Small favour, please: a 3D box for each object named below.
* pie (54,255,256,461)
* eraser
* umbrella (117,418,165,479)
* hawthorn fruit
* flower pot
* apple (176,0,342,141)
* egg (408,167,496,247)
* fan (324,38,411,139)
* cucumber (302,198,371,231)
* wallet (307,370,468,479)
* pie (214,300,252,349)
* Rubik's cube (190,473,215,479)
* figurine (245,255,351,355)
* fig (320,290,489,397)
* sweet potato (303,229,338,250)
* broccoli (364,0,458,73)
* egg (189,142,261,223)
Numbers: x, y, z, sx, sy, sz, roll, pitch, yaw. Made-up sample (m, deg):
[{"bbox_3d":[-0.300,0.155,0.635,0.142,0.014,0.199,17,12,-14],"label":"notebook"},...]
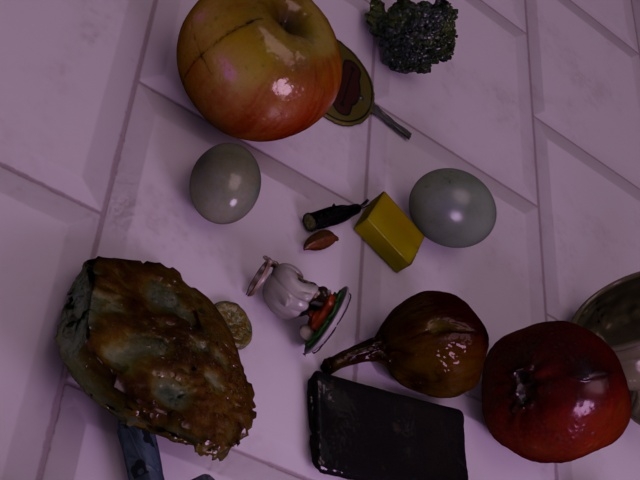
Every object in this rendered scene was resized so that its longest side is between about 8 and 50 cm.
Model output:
[{"bbox_3d":[-0.217,0.158,1.487,0.288,0.103,0.354,30,25,-29],"label":"pie"},{"bbox_3d":[0.130,-0.015,2.007,0.122,0.045,0.097,46,41,-11],"label":"eraser"},{"bbox_3d":[-0.219,0.344,1.424,0.052,0.053,0.250,1,62,-40],"label":"umbrella"},{"bbox_3d":[0.439,0.275,1.957,0.307,0.265,0.265,8,59,-49],"label":"hawthorn fruit"},{"bbox_3d":[0.683,0.228,2.214,0.244,0.307,0.307,60,38,-19],"label":"flower pot"},{"bbox_3d":[-0.108,-0.303,1.829,0.286,0.233,0.286,22,49,-28],"label":"apple"},{"bbox_3d":[0.257,-0.061,2.078,0.192,0.149,0.149,23,50,-33],"label":"egg"},{"bbox_3d":[0.056,-0.301,2.153,0.335,0.011,0.229,36,44,-19],"label":"fan"},{"bbox_3d":[0.029,-0.049,1.939,0.163,0.043,0.039,-19,70,-52],"label":"cucumber"},{"bbox_3d":[0.113,0.327,1.764,0.321,0.044,0.170,19,55,-30],"label":"wallet"},{"bbox_3d":[-0.139,0.132,1.669,0.084,0.021,0.084,23,47,-27],"label":"pie"},{"bbox_3d":[-0.177,0.491,1.177,0.303,0.301,0.305,47,42,-10],"label":"Rubik's cube"},{"bbox_3d":[-0.046,0.095,1.724,0.154,0.132,0.132,33,44,-7],"label":"figurine"},{"bbox_3d":[0.160,0.190,1.806,0.290,0.191,0.190,-15,75,-47],"label":"fig"},{"bbox_3d":[0.000,0.000,1.880,0.095,0.034,0.034,-19,78,-51],"label":"sweet potato"},{"bbox_3d":[0.190,-0.458,2.325,0.199,0.177,0.275,7,20,-2],"label":"broccoli"},{"bbox_3d":[-0.152,-0.094,1.735,0.114,0.114,0.152,36,43,-22],"label":"egg"}]
